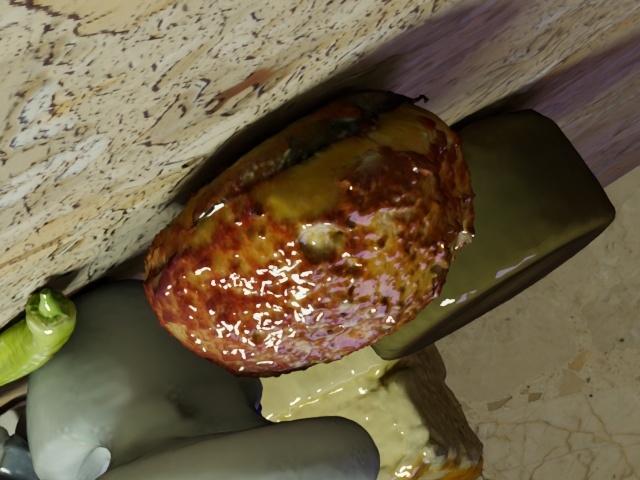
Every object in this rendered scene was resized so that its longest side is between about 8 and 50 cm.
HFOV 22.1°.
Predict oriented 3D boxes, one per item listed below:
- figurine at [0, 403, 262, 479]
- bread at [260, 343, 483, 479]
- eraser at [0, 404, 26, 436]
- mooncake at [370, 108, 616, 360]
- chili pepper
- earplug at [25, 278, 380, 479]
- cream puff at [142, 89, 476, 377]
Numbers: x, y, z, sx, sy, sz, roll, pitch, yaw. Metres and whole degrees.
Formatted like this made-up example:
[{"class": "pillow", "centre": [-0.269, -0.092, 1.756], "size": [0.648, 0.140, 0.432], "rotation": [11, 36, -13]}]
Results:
[{"class": "figurine", "centre": [-0.229, 0.201, 1.418], "size": [0.382, 0.186, 0.261], "rotation": [-31, 161, -39]}, {"class": "bread", "centre": [-0.028, 0.229, 1.921], "size": [0.371, 0.279, 0.390], "rotation": [-28, 162, 8]}, {"class": "eraser", "centre": [-0.390, 0.300, 1.615], "size": [0.343, 0.144, 0.078], "rotation": [-32, 175, 14]}, {"class": "mooncake", "centre": [0.138, -0.011, 1.604], "size": [0.284, 0.155, 0.284], "rotation": [-29, 171, -5]}, {"class": "chili pepper", "centre": [-0.229, 0.085, 1.200], "size": [0.208, 0.043, 0.049], "rotation": [-37, -176, 43]}, {"class": "earplug", "centre": [-0.099, 0.139, 1.192], "size": [0.214, 0.175, 0.325], "rotation": [-7, -162, -33]}, {"class": "cream puff", "centre": [0.001, 0.000, 1.112], "size": [0.240, 0.164, 0.240], "rotation": [-33, 168, -8]}]
